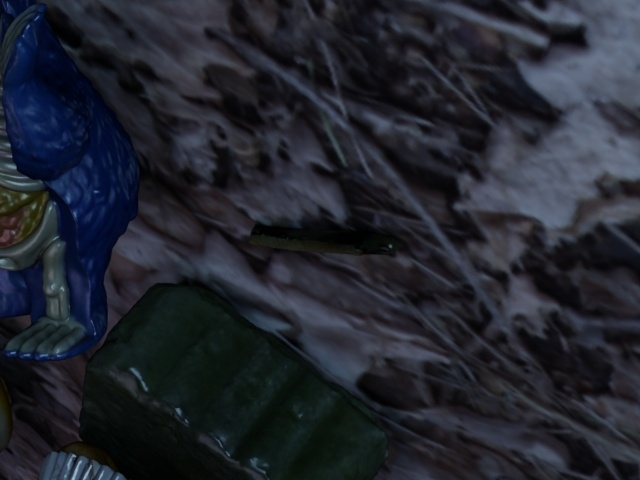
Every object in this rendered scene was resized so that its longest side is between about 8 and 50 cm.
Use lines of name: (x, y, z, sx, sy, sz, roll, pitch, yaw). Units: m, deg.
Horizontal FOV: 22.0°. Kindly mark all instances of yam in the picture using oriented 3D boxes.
yam: (0.000, 0.000, 0.894, 0.107, 0.014, 0.014, 5, 135, 43)

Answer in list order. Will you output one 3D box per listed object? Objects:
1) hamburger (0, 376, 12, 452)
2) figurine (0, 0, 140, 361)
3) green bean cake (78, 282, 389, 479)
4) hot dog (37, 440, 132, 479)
hamburger: (-0.368, 0.078, 1.257, 0.295, 0.151, 0.227, 47, 142, -4)
figurine: (-0.166, -0.064, 0.906, 0.164, 0.120, 0.262, 32, 136, 34)
green bean cake: (-0.060, 0.128, 1.042, 0.183, 0.094, 0.185, 34, 149, 7)
hot dog: (-0.127, 0.226, 1.105, 0.144, 0.075, 0.268, 27, 151, 23)
